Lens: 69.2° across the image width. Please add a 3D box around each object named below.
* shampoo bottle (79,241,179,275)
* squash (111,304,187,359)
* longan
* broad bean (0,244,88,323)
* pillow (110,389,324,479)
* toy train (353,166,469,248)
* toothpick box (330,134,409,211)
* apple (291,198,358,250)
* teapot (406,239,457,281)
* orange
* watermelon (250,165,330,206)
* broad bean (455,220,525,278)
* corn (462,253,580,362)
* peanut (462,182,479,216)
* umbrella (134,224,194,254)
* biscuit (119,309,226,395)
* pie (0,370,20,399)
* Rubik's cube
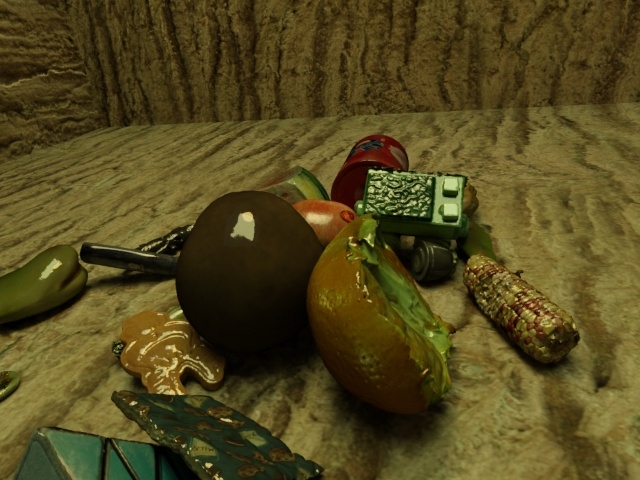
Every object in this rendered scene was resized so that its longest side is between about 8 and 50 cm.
[{"bbox_3d":[-0.462,0.048,1.146,0.233,0.087,0.049,9,70,-7],"label":"shampoo bottle"},{"bbox_3d":[-0.320,0.179,0.916,0.052,0.052,0.183,17,36,39],"label":"squash"},{"bbox_3d":[-0.123,0.058,0.843,0.297,0.297,0.297,-5,26,2],"label":"longan"},{"bbox_3d":[-0.677,0.118,1.073,0.263,0.121,0.189,-31,33,-17],"label":"broad bean"},{"bbox_3d":[-0.140,0.258,0.618,0.255,0.034,0.189,14,-7,36],"label":"pillow"},{"bbox_3d":[0.209,-0.065,1.076,0.271,0.188,0.159,7,68,11],"label":"toy train"},{"bbox_3d":[0.154,-0.177,1.348,0.204,0.204,0.333,-1,24,11],"label":"toothpick box"},{"bbox_3d":[0.000,0.000,1.041,0.209,0.209,0.164,-2,35,9],"label":"apple"},{"bbox_3d":[0.252,0.039,1.035,0.090,0.092,0.124,5,30,-12],"label":"teapot"},{"bbox_3d":[0.087,0.109,0.736,0.196,0.263,0.335,-14,30,22],"label":"orange"},{"bbox_3d":[-0.066,-0.078,1.271,0.201,0.213,0.262,-19,18,12],"label":"watermelon"},{"bbox_3d":[0.372,0.028,1.065,0.075,0.067,0.325,-34,25,12],"label":"broad bean"},{"bbox_3d":[0.347,0.109,0.852,0.098,0.098,0.290,-11,27,-10],"label":"corn"},{"bbox_3d":[0.336,-0.106,1.277,0.196,0.110,0.233,-7,23,24],"label":"peanut"},{"bbox_3d":[-0.440,0.018,1.268,0.235,0.059,0.066,-31,13,-37],"label":"umbrella"},{"bbox_3d":[-0.274,0.200,0.827,0.144,0.040,0.236,-23,46,-41],"label":"biscuit"},{"bbox_3d":[-0.589,0.265,0.837,0.085,0.017,0.085,-5,25,2],"label":"pie"},{"bbox_3d":[-0.221,0.332,0.484,0.233,0.229,0.228,22,58,-28],"label":"Rubik's cube"}]
